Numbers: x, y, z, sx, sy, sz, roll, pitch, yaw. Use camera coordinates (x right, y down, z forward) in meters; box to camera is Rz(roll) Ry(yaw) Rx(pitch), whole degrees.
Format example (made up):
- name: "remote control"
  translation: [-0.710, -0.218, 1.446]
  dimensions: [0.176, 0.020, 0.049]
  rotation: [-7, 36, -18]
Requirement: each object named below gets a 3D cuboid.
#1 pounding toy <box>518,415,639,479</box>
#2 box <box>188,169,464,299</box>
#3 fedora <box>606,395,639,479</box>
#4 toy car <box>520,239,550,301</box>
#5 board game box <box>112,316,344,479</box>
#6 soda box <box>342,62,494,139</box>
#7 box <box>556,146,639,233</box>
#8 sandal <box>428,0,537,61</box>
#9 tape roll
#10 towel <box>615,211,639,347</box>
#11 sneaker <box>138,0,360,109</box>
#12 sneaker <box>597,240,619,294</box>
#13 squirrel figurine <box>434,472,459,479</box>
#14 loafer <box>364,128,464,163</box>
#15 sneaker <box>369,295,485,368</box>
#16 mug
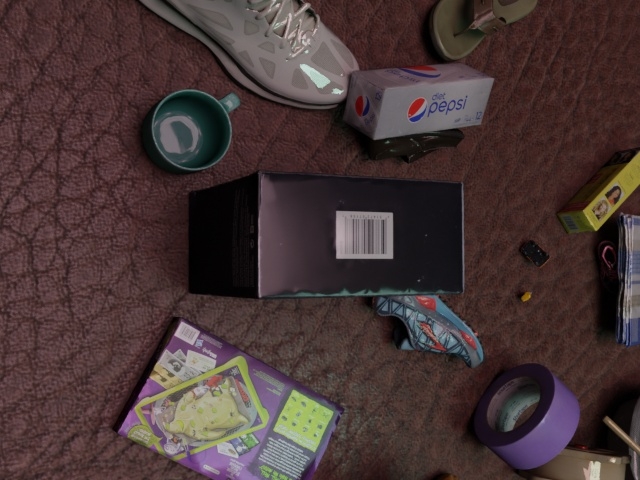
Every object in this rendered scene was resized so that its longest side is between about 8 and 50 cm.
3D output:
- name: "pounding toy"
  translation: [0.537, 0.418, 1.583]
  dimensions: [0.270, 0.154, 0.154]
  rotation: [6, 83, 17]
- name: "box"
  translation: [0.000, 0.000, 1.269]
  dimensions: [0.343, 0.312, 0.179]
  rotation: [1, 88, -26]
- name: "fedora"
  translation: [0.702, 0.446, 1.711]
  dimensions: [0.244, 0.124, 0.275]
  rotation: [20, 71, -27]
- name: "toy car"
  translation: [0.427, 0.062, 1.646]
  dimensions: [0.122, 0.060, 0.040]
  rotation: [-64, 158, 4]
- name: "board game box"
  translation: [-0.144, 0.298, 1.337]
  dimensions: [0.347, 0.056, 0.208]
  rotation: [34, 70, -22]
- name: "soda box"
  translation: [0.181, -0.257, 1.445]
  dimensions: [0.286, 0.091, 0.098]
  rotation: [-14, 128, -37]
- name: "box"
  translation: [0.611, -0.107, 1.706]
  dimensions: [0.232, 0.087, 0.058]
  rotation: [-42, 104, -20]
- name: "sandal"
  translation: [0.327, -0.457, 1.572]
  dimensions: [0.303, 0.086, 0.120]
  rotation: [-35, 104, -23]
- name: "tape roll"
  translation: [0.391, 0.333, 1.523]
  dimensions: [0.080, 0.189, 0.189]
  rotation: [43, 71, -19]
- name: "towel"
  translation: [0.694, 0.084, 1.741]
  dimensions: [0.209, 0.034, 0.285]
  rotation: [1, 89, -49]
- name: "sneaker"
  translation: [-0.084, -0.361, 1.268]
  dimensions: [0.447, 0.257, 0.169]
  rotation: [29, 76, -23]
- name: "sneaker"
  translation: [0.625, 0.060, 1.717]
  dimensions: [0.047, 0.057, 0.119]
  rotation: [-15, 91, 11]
- name: "squirrel figurine"
  translation: [0.194, 0.603, 1.314]
  dimensions: [0.281, 0.370, 0.397]
  rotation: [11, 84, -26]
- name: "loafer"
  translation: [0.171, -0.187, 1.502]
  dimensions: [0.220, 0.080, 0.078]
  rotation: [-4, 123, -28]
- name: "sneaker"
  translation: [0.194, 0.164, 1.497]
  dimensions: [0.262, 0.104, 0.125]
  rotation: [44, 88, -15]
- name: "mug"
  translation: [-0.208, -0.172, 1.289]
  dimensions: [0.158, 0.097, 0.129]
  rotation: [-4, 90, -27]
